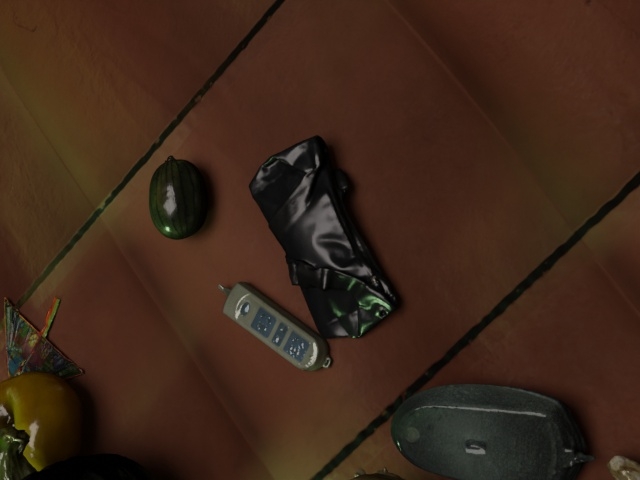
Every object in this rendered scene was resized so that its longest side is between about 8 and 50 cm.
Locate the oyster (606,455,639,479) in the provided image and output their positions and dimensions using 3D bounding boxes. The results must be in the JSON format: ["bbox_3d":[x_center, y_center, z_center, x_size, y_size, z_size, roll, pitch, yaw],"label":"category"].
[{"bbox_3d":[0.321,0.318,1.258,0.163,0.081,0.191,-31,67,31],"label":"oyster"}]

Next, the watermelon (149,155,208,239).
[{"bbox_3d":[-0.186,-0.056,1.606,0.078,0.078,0.110,-6,81,32],"label":"watermelon"}]

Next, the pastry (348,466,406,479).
[{"bbox_3d":[0.079,0.379,1.351,0.256,0.170,0.237,37,111,1],"label":"pastry"}]

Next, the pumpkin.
[{"bbox_3d":[-0.345,0.371,1.536,0.296,0.296,0.296,-3,85,32],"label":"pumpkin"}]

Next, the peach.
[{"bbox_3d":[-0.401,0.264,1.688,0.179,0.103,0.179,-12,71,38],"label":"peach"}]

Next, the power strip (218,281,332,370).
[{"bbox_3d":[-0.062,0.105,1.541,0.191,0.030,0.047,33,103,29],"label":"power strip"}]

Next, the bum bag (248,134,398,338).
[{"bbox_3d":[0.000,0.000,1.493,0.123,0.060,0.248,-32,71,25],"label":"bum bag"}]

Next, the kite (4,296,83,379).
[{"bbox_3d":[-0.409,0.153,1.768,0.190,0.010,0.159,38,104,27],"label":"kite"}]

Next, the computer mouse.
[{"bbox_3d":[0.191,0.213,1.353,0.229,0.068,0.113,6,107,21],"label":"computer mouse"}]
